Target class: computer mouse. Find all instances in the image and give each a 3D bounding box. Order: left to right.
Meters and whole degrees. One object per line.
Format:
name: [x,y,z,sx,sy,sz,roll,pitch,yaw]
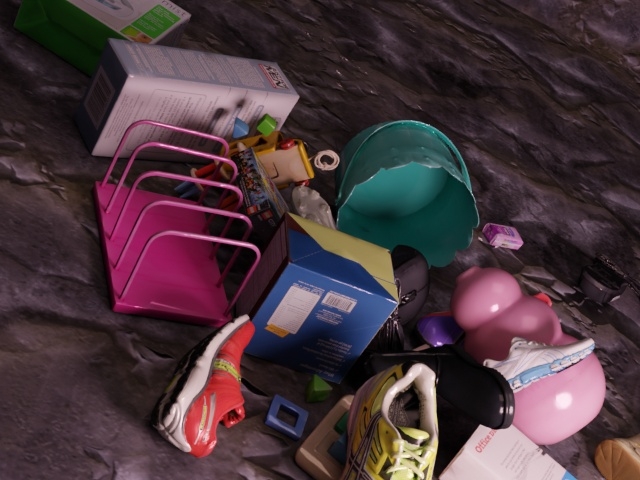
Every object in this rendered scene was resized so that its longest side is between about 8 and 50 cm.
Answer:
computer mouse: [0.156,0.096,2.022,0.072,0.188,0.272,0,22,13]
computer mouse: [0.665,0.118,2.523,0.184,0.060,0.262,37,21,13]

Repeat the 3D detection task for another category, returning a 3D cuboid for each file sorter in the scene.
file sorter: [-0.232,-0.035,1.830,0.202,0.182,0.290,11,39,-29]

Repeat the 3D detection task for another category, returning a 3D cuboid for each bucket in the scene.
bucket: [0.156,-0.087,2.169,0.281,0.281,0.183,18,33,-22]

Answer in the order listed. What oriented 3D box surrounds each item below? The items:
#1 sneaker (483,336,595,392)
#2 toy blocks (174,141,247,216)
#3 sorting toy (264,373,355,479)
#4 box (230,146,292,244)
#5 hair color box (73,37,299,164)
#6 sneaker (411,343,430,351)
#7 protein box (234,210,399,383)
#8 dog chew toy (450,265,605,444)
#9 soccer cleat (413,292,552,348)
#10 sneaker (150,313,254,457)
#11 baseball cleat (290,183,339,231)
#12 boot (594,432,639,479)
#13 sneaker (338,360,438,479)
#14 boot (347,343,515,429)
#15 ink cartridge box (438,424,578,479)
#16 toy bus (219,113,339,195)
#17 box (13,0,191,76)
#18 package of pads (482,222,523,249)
sneaker: [0.355,0.188,1.848,0.071,0.191,0.083,54,13,-72]
toy blocks: [-0.177,-0.094,2.036,0.123,0.148,0.054,56,12,-26]
sorting toy: [0.077,0.334,1.743,0.348,0.047,0.196,38,33,7]
box: [-0.078,-0.031,1.960,0.233,0.044,0.159,59,9,-45]
hair color box: [-0.246,-0.250,2.095,0.374,0.185,0.113,2,44,-39]
sneaker: [0.211,0.217,2.006,0.134,0.051,0.070,1,50,-34]
protein box: [-0.012,0.096,1.833,0.200,0.201,0.136,21,35,-19]
dog chew toy: [0.350,0.191,1.975,0.332,0.206,0.206,56,36,4]
soccer cleat: [0.307,0.149,2.116,0.318,0.116,0.108,0,45,-41]
sneaker: [-0.156,0.219,1.672,0.118,0.107,0.279,45,36,-11]
baseball cleat: [0.000,0.000,2.052,0.072,0.109,0.206,-22,67,-32]
boot: [0.641,0.452,2.037,0.203,0.095,0.262,-5,45,-46]
sneaker: [0.092,0.341,1.600,0.145,0.147,0.384,14,54,-13]
boot: [0.173,0.242,1.828,0.207,0.094,0.246,-3,20,-22]
ink cartridge box: [0.314,0.396,1.831,0.203,0.086,0.148,40,33,11]
toy bus: [-0.089,-0.154,2.101,0.202,0.191,0.104,25,33,-13]
box: [-0.431,-0.437,2.240,0.262,0.127,0.231,33,35,1]
package of pads: [0.404,-0.010,2.484,0.083,0.032,0.050,9,37,-32]
